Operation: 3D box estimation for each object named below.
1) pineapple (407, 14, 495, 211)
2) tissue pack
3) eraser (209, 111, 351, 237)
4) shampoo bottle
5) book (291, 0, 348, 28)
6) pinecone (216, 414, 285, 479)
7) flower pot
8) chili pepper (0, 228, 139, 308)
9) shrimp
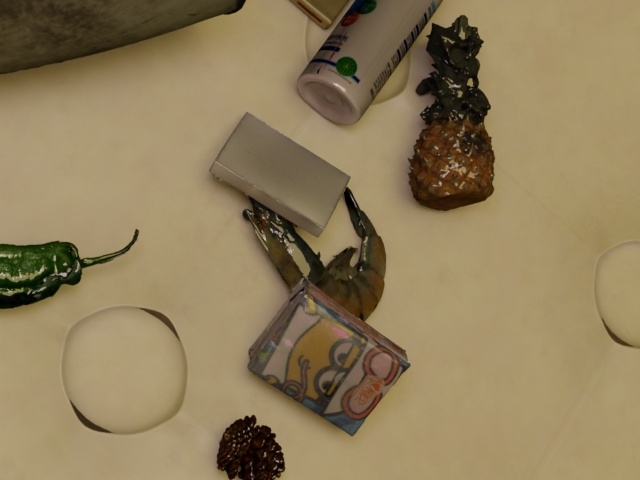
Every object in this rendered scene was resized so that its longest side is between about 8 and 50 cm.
[{"bbox_3d":[0.164,-0.161,1.694,0.111,0.119,0.237,9,76,-35],"label":"pineapple"},{"bbox_3d":[0.009,0.135,1.584,0.155,0.065,0.115,35,103,-12],"label":"tissue pack"},{"bbox_3d":[-0.046,-0.077,1.607,0.150,0.023,0.104,32,45,-4],"label":"eraser"},{"bbox_3d":[0.088,-0.283,1.695,0.092,0.092,0.303,39,70,-12],"label":"shampoo bottle"},{"bbox_3d":[-0.035,-0.393,1.698,0.231,0.026,0.161,39,69,-12],"label":"book"},{"bbox_3d":[-0.076,0.239,1.547,0.083,0.077,0.077,33,70,-25],"label":"pinecone"},{"bbox_3d":[-0.283,-0.328,1.455,0.330,0.293,0.294,-23,90,-17],"label":"flower pot"},{"bbox_3d":[-0.345,0.013,1.477,0.279,0.065,0.122,15,79,-16],"label":"chili pepper"},{"bbox_3d":[0.000,0.000,1.639,0.150,0.051,0.217,-43,101,-29],"label":"shrimp"}]
